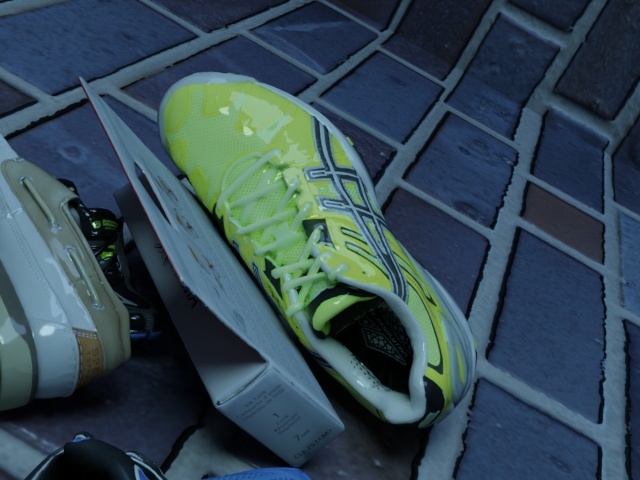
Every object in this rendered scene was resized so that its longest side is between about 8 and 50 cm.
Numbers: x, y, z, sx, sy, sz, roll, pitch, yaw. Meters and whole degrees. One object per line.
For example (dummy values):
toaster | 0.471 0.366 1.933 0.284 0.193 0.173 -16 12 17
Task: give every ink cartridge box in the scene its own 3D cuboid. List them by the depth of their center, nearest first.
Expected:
ink cartridge box | -0.107 0.025 0.794 0.239 0.060 0.275 48 5 -46

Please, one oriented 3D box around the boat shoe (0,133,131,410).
boat shoe | -0.239 -0.003 0.771 0.103 0.113 0.302 -7 52 -32

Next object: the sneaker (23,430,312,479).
sneaker | -0.095 0.182 0.537 0.130 0.147 0.330 42 27 26

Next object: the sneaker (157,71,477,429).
sneaker | 0.000 0.000 0.869 0.385 0.145 0.147 47 12 2

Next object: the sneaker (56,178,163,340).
sneaker | -0.193 0.015 0.831 0.067 0.078 0.188 2 36 -49
